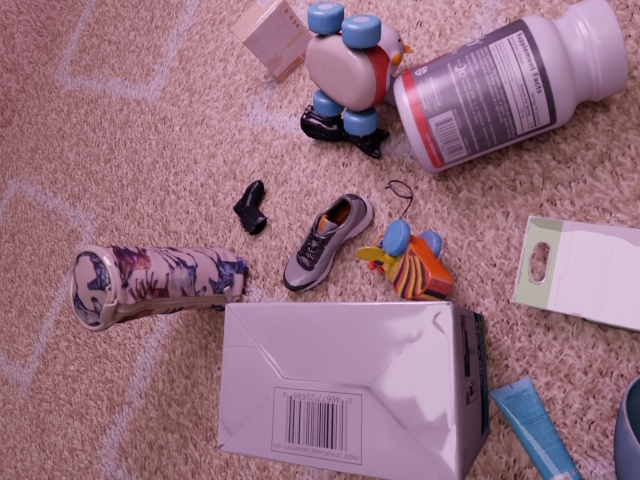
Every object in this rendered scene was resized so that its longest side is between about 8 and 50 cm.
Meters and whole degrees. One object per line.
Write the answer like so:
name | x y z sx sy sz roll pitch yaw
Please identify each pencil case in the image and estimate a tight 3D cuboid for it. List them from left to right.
pencil case | -0.335 0.094 0.975 0.183 0.410 0.160 26 100 26

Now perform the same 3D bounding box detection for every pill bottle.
pill bottle | 0.340 -0.283 0.842 0.362 0.210 0.210 -19 69 21

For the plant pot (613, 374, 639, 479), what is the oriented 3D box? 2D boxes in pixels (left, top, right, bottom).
plant pot | 0.524 0.340 0.579 0.290 0.290 0.195 21 124 30

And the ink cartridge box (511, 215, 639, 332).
ink cartridge box | 0.474 0.057 0.775 0.235 0.056 0.171 10 82 30

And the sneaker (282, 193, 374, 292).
sneaker | 0.000 0.000 1.002 0.100 0.108 0.271 43 99 27

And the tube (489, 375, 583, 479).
tube | 0.374 0.342 0.755 0.080 0.052 0.207 -17 64 -13

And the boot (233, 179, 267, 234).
boot | -0.167 -0.081 1.143 0.121 0.045 0.099 -48 59 17

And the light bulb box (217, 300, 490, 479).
light bulb box | 0.082 0.224 0.756 0.357 0.361 0.225 -4 77 26

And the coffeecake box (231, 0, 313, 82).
coffeecake box | -0.113 -0.520 1.147 0.142 0.185 0.068 -42 63 11

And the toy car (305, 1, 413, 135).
toy car | 0.113 -0.381 0.937 0.238 0.219 0.210 -29 49 -23

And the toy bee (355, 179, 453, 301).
toy bee | 0.167 0.034 0.899 0.195 0.298 0.162 29 123 -3

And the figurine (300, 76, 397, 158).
figurine | 0.091 -0.316 1.057 0.209 0.092 0.215 26 89 22
